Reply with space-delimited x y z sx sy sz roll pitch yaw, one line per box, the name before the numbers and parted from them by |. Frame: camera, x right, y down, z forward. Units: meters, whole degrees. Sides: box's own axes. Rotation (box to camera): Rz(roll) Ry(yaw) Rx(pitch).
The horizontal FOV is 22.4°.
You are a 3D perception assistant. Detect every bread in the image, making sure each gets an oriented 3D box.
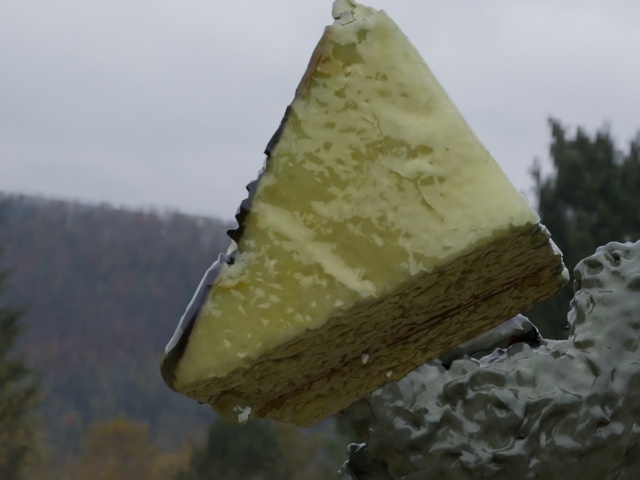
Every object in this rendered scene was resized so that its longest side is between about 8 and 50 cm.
bread | 0.000 0.000 1.019 0.236 0.198 0.263 -36 -16 4

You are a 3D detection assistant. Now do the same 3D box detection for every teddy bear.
teddy bear | 0.182 0.199 1.490 0.357 0.224 0.367 -15 -37 0
